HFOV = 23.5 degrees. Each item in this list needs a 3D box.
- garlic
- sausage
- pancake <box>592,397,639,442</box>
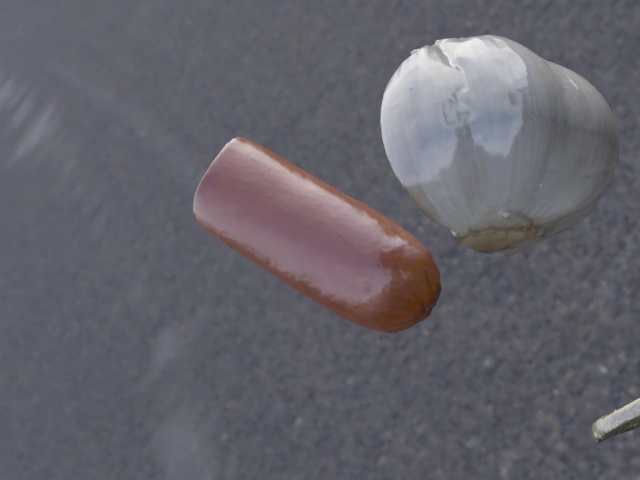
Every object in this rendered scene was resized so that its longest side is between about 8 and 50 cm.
[{"bbox_3d":[0.157,-0.088,1.224,0.143,0.229,0.178,-22,72,45],"label":"garlic"},{"bbox_3d":[0.000,0.000,1.510,0.113,0.259,0.113,-50,-20,-26],"label":"sausage"},{"bbox_3d":[0.344,0.168,1.545,0.151,0.151,0.025,-35,67,44],"label":"pancake"}]
